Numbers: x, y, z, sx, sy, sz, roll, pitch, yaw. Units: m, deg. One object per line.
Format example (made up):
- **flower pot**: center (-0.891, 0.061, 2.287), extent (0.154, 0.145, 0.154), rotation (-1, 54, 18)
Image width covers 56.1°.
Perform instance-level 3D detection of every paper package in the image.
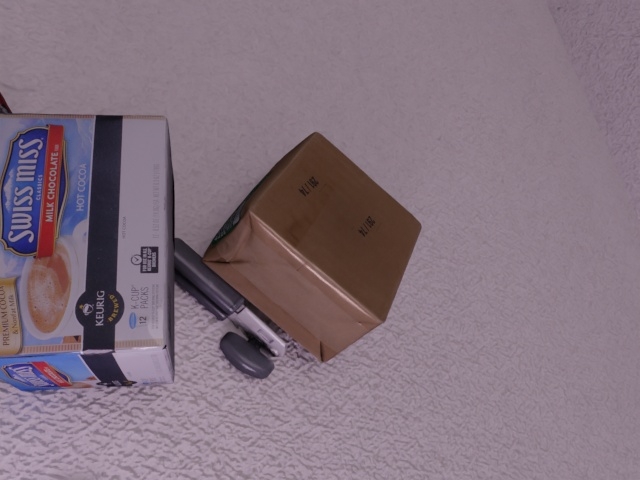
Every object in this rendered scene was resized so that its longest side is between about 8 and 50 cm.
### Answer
- **paper package**: center (0.000, 0.000, 1.109), extent (0.309, 0.168, 0.324), rotation (41, 40, -9)

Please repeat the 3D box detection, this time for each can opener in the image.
- **can opener**: center (-0.178, 0.122, 1.037), extent (0.283, 0.076, 0.095), rotation (42, 52, -7)

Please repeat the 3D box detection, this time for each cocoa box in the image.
- **cocoa box**: center (-0.330, 0.022, 0.862), extent (0.228, 0.231, 0.346), rotation (-1, 67, -11)

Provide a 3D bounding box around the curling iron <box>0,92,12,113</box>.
- **curling iron**: center (-0.537, -0.242, 1.012), extent (0.274, 0.035, 0.068), rotation (47, 48, -5)
